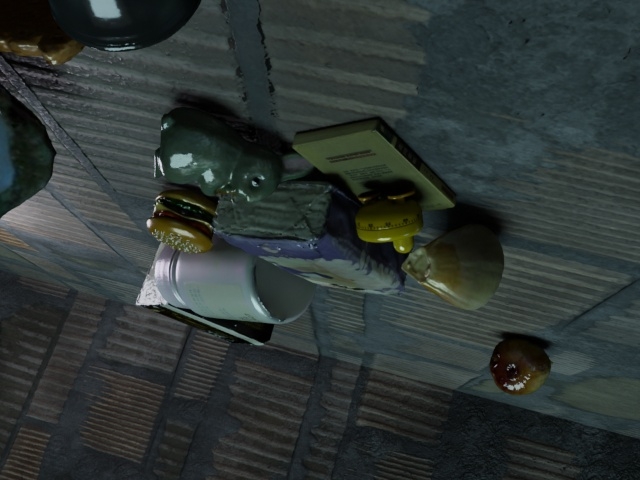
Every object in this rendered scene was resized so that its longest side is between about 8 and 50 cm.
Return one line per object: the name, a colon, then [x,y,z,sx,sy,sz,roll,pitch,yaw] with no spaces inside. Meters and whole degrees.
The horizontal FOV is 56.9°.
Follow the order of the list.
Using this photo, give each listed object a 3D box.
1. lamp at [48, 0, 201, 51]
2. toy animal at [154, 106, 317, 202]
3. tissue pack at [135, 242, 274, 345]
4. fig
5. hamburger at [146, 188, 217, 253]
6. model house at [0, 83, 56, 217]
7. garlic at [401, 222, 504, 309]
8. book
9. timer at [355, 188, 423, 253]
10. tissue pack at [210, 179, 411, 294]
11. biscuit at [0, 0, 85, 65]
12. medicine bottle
lamp: [-0.188,-0.269,0.454,0.147,0.171,0.227,15,163,7]
toy animal: [-0.126,-0.120,0.913,0.252,0.125,0.127,13,-170,-10]
tissue pack: [-0.307,0.154,1.686,0.198,0.209,0.370,2,156,45]
fig: [0.589,0.348,1.662,0.257,0.159,0.159,7,172,-43]
hamburger: [-0.287,-0.040,1.257,0.162,0.115,0.162,15,159,6]
model house: [-0.638,-0.217,0.882,0.339,0.297,0.360,47,-179,36]
garlic: [0.230,0.042,1.021,0.164,0.145,0.245,5,180,12]
book: [0.086,-0.105,0.913,0.161,0.026,0.231,-3,154,41]
timer: [0.109,-0.022,0.920,0.107,0.109,0.107,-10,-166,3]
tissue pack: [0.000,0.000,1.101,0.243,0.125,0.344,4,164,33]
biscuit: [-0.335,-0.258,0.605,0.280,0.183,0.043,38,157,23]
medicine bottle: [-0.204,0.078,1.376,0.379,0.213,0.214,-1,155,41]
